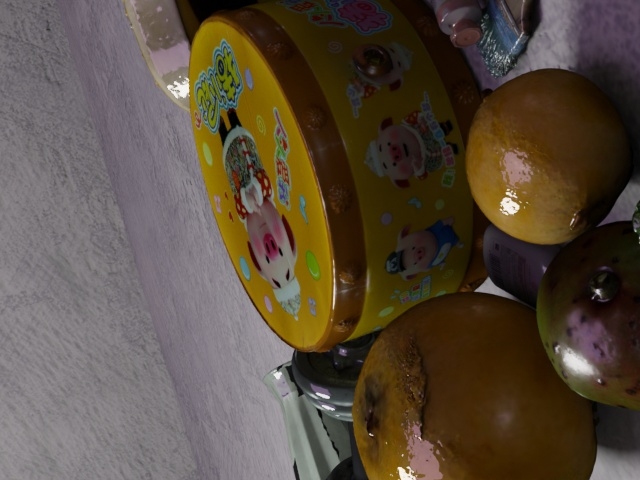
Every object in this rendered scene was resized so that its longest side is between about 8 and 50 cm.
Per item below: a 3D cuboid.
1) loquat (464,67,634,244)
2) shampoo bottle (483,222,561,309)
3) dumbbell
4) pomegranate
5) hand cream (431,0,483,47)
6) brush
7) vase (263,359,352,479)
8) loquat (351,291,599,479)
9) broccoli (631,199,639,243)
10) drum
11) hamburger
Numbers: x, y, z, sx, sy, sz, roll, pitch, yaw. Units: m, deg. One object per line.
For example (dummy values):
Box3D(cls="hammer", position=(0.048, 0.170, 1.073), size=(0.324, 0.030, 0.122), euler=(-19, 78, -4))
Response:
Box3D(cls="loquat", position=(0.194, -0.073, 0.909), size=(0.163, 0.137, 0.163), euler=(63, 174, 11))
Box3D(cls="shampoo bottle", position=(0.224, 0.035, 1.067), size=(0.165, 0.040, 0.079), euler=(32, 136, 59))
Box3D(cls="dumbbell", position=(0.062, 0.282, 1.506), size=(0.179, 0.179, 0.406), euler=(42, 145, 53))
Box3D(cls="pomegranate", position=(0.264, 0.073, 0.871), size=(0.159, 0.159, 0.205), euler=(53, 180, 39))
Box3D(cls="hand cream", position=(0.117, -0.282, 1.049), size=(0.067, 0.043, 0.209), euler=(107, 153, -61))
Box3D(cls="brush", position=(0.186, -0.226, 0.959), size=(0.196, 0.021, 0.070), euler=(113, 141, -60))
Box3D(cls="vase", position=(0.016, 0.377, 1.760), size=(0.165, 0.165, 0.360), euler=(113, 138, -61))
Box3D(cls="loquat", position=(0.155, 0.183, 1.073), size=(0.263, 0.263, 0.263), euler=(52, 153, 42))
Box3D(cls="broccoli", position=(0.313, 0.038, 0.570), size=(0.283, 0.304, 0.321), euler=(-39, 70, 36))
Box3D(cls="drum", position=(0.014, -0.091, 1.248), size=(0.431, 0.214, 0.431), euler=(53, 153, 42))
Box3D(cls="hamburger", position=(-0.173, -0.319, 1.524), size=(0.151, 0.227, 0.295), euler=(-13, 93, 46))
